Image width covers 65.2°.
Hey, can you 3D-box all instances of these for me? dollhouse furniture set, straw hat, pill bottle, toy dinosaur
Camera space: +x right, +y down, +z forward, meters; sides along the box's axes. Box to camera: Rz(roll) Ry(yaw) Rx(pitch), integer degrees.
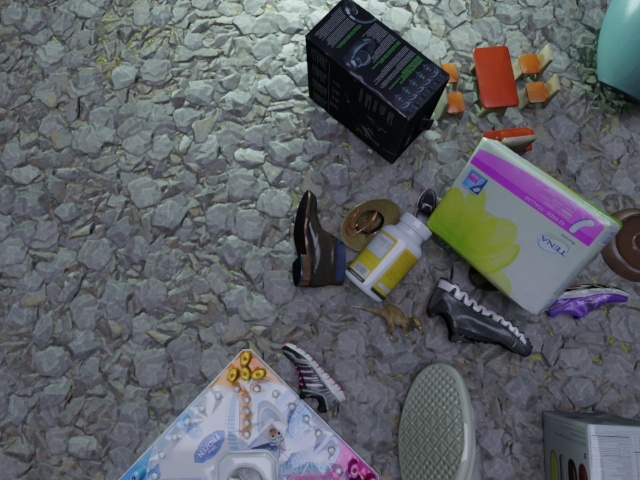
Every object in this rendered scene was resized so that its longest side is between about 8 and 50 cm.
[{"bbox_3d":[0.399,-0.315,1.114,0.262,0.135,0.258,-7,78,-1],"label":"dollhouse furniture set"},{"bbox_3d":[0.102,-0.046,1.095,0.145,0.144,0.061,-26,37,-5],"label":"straw hat"},{"bbox_3d":[0.145,0.033,1.047,0.103,0.103,0.184,41,91,8],"label":"pill bottle"},{"bbox_3d":[0.156,0.165,1.045,0.053,0.183,0.092,-43,121,-29],"label":"toy dinosaur"}]

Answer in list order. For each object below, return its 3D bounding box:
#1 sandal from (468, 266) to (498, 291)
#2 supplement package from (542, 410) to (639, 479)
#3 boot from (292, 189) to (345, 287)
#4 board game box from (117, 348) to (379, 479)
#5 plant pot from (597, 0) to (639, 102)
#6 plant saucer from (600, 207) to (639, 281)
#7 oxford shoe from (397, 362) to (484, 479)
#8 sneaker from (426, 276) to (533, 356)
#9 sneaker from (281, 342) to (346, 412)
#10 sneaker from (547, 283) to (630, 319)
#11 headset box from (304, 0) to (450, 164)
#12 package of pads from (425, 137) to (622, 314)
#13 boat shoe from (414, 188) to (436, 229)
[{"bbox_3d":[0.424,0.037,1.075,0.219,0.060,0.090,-39,62,7],"label":"sandal"},{"bbox_3d":[0.525,0.435,0.925,0.150,0.194,0.202,2,78,2],"label":"supplement package"},{"bbox_3d":[0.000,0.000,1.096,0.106,0.082,0.219,9,73,-20],"label":"boot"},{"bbox_3d":[-0.148,0.487,0.994,0.390,0.050,0.390,43,81,9],"label":"board game box"},{"bbox_3d":[0.729,-0.407,1.086,0.290,0.290,0.195,30,117,6],"label":"plant pot"},{"bbox_3d":[0.703,0.007,1.099,0.169,0.029,0.168,0,78,1],"label":"plant saucer"},{"bbox_3d":[0.250,0.468,0.964,0.130,0.169,0.448,15,65,-38],"label":"oxford shoe"},{"bbox_3d":[0.321,0.183,1.043,0.234,0.078,0.106,36,84,11],"label":"sneaker"},{"bbox_3d":[-0.027,0.286,1.028,0.170,0.063,0.075,45,76,4],"label":"sneaker"},{"bbox_3d":[0.564,0.132,1.066,0.170,0.068,0.071,-8,93,7],"label":"sneaker"},{"bbox_3d":[0.116,-0.320,1.061,0.283,0.246,0.131,41,82,9],"label":"headset box"},{"bbox_3d":[0.380,-0.027,0.985,0.296,0.101,0.229,44,119,28],"label":"package of pads"},{"bbox_3d":[0.231,-0.059,1.111,0.046,0.038,0.125,22,79,5],"label":"boat shoe"}]
